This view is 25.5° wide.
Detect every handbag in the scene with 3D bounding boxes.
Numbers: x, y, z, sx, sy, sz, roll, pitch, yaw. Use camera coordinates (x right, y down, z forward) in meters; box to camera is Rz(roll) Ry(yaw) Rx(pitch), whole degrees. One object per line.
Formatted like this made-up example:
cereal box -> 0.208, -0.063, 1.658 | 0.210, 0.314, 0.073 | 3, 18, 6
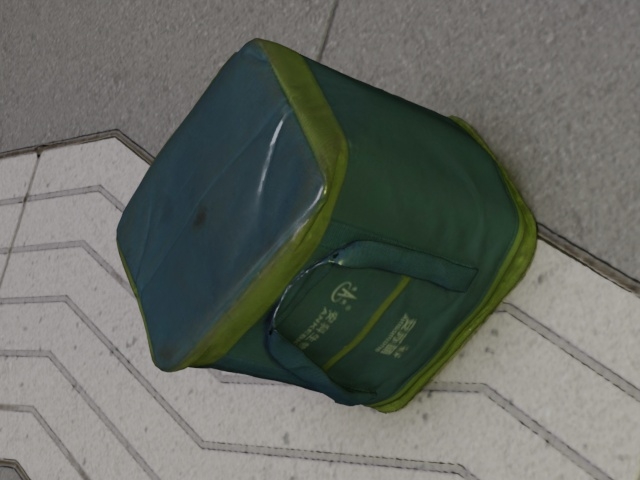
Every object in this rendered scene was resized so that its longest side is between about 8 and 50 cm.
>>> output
handbag -> 0.000, 0.000, 1.122 | 0.263, 0.241, 0.222 | -54, 43, 24
